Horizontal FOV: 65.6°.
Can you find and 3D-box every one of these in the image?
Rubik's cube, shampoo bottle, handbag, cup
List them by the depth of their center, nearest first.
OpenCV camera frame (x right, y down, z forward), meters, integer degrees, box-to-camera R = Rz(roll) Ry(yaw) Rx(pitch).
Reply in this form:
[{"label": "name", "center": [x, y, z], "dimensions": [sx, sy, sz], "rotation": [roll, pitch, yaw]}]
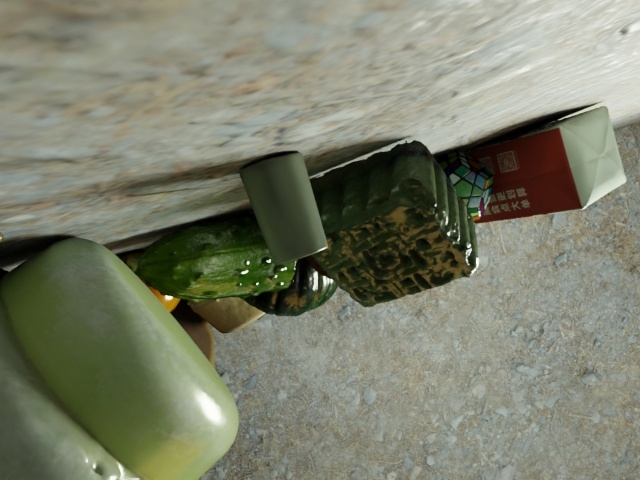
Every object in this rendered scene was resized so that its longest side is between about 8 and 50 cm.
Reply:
[{"label": "cup", "center": [-0.034, -0.024, 0.422], "dimensions": [0.055, 0.083, 0.075], "rotation": [-19, -177, -32]}, {"label": "shampoo bottle", "center": [-0.263, 0.179, 0.458], "dimensions": [0.317, 0.322, 0.322], "rotation": [-41, -173, -17]}, {"label": "Rubik's cube", "center": [0.234, -0.089, 0.861], "dimensions": [0.112, 0.133, 0.133], "rotation": [-22, -178, -22]}, {"label": "handbag", "center": [0.369, -0.123, 0.916], "dimensions": [0.171, 0.151, 0.298], "rotation": [-24, -173, -32]}]

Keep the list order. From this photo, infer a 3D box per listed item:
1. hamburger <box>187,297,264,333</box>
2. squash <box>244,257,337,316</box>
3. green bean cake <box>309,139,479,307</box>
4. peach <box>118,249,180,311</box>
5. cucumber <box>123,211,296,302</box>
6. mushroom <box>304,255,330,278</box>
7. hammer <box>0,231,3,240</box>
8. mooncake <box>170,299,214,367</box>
[{"label": "hamburger", "center": [-0.167, 0.078, 1.138], "dimensions": [0.302, 0.170, 0.302], "rotation": [-31, -173, 4]}, {"label": "squash", "center": [-0.064, 0.043, 0.922], "dimensions": [0.218, 0.172, 0.218], "rotation": [6, -164, -2]}, {"label": "green bean cake", "center": [0.077, -0.007, 0.588], "dimensions": [0.182, 0.173, 0.094], "rotation": [-19, -139, 28]}, {"label": "peach", "center": [-0.304, 0.082, 0.831], "dimensions": [0.138, 0.138, 0.138], "rotation": [-18, 180, 0]}, {"label": "cucumber", "center": [-0.157, 0.025, 0.706], "dimensions": [0.245, 0.134, 0.134], "rotation": [-5, 172, -41]}, {"label": "mushroom", "center": [0.079, -0.033, 0.785], "dimensions": [0.253, 0.153, 0.253], "rotation": [-27, 176, -2]}, {"label": "hammer", "center": [-0.261, 0.010, 0.326], "dimensions": [0.123, 0.014, 0.029], "rotation": [-15, 172, 19]}, {"label": "mooncake", "center": [-0.427, 0.259, 1.077], "dimensions": [0.246, 0.393, 0.393], "rotation": [-16, -179, 32]}]
